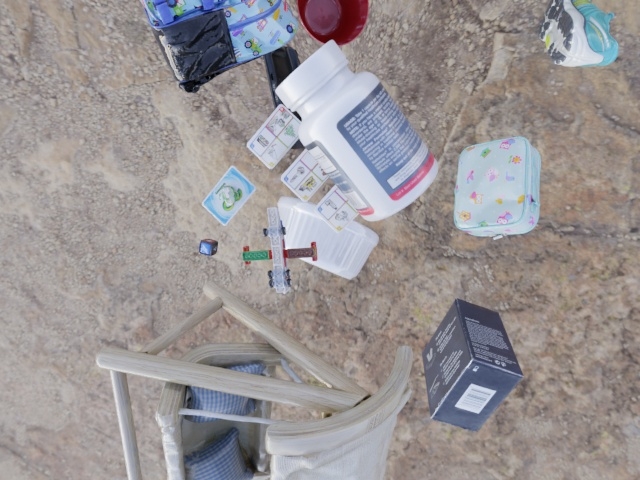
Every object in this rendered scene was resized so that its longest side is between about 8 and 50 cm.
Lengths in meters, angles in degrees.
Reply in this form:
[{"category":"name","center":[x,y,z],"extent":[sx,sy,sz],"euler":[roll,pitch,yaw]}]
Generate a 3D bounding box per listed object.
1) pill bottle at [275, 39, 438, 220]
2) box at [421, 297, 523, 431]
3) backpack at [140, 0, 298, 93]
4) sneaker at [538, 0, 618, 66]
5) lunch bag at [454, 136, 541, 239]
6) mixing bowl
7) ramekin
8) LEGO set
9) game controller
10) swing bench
[{"category":"pill bottle","center":[0.039,-0.121,0.456],"extent":[0.108,0.108,0.180],"euler":[-36,107,15]},{"category":"box","center":[0.260,0.219,0.729],"extent":[0.093,0.158,0.156],"euler":[18,121,-3]},{"category":"backpack","center":[-0.122,-0.284,0.499],"extent":[0.173,0.158,0.117],"euler":[-22,143,-7]},{"category":"sneaker","center":[0.515,-0.432,0.818],"extent":[0.109,0.276,0.107],"euler":[10,147,3]},{"category":"lunch bag","center":[0.506,-0.144,1.160],"extent":[0.223,0.107,0.280],"euler":[-4,73,43]},{"category":"mixing bowl","center":[0.017,-0.568,1.004],"extent":[0.181,0.098,0.182],"euler":[-5,106,-17]},{"category":"ramekin","center":[0.000,0.000,1.018],"extent":[0.272,0.273,0.127],"euler":[23,86,-5]},{"category":"LEGO set","center":[-0.065,-0.040,0.594],"extent":[0.182,0.060,0.244],"euler":[43,104,2]},{"category":"game controller","center":[-0.093,-0.437,1.242],"extent":[0.067,0.166,0.320],"euler":[-10,95,40]},{"category":"swing bench","center":[-0.060,0.213,0.419],"extent":[0.254,0.165,0.254],"euler":[16,118,22]}]
